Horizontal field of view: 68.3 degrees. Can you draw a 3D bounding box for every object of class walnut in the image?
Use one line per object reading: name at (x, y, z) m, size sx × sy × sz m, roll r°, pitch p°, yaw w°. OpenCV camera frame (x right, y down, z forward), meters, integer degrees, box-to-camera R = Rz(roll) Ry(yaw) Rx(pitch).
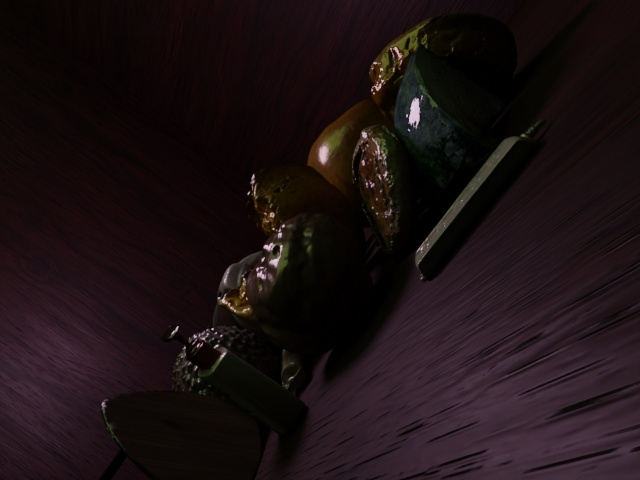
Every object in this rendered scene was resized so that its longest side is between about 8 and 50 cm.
walnut at (-0.019, 0.082, 0.911) m, size 0.226 × 0.273 × 0.273 m, roll -22°, pitch 11°, yaw 17°

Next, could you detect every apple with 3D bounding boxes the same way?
apple at (0.141, -0.238, 1.414) m, size 0.400 × 0.333 × 0.400 m, roll -56°, pitch 0°, yaw 0°

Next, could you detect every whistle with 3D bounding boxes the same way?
whistle at (-0.062, 0.290, 1.106) m, size 0.068 × 0.057 × 0.326 m, roll -56°, pitch 1°, yaw -3°

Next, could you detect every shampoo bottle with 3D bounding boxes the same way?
shampoo bottle at (-0.162, 0.239, 0.842) m, size 0.071 × 0.284 × 0.153 m, roll -52°, pitch 1°, yaw -24°

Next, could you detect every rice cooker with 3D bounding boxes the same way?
rice cooker at (-0.174, 0.214, 1.539) m, size 0.335 × 0.335 × 0.325 m, roll -55°, pitch -2°, yaw -43°

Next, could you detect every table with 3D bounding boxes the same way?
table at (-0.275, 0.474, 0.870) m, size 0.317 × 0.317 × 0.249 m, roll -56°, pitch -12°, yaw -82°

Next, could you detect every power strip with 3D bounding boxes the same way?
power strip at (0.199, -0.052, 0.608) m, size 0.253 × 0.027 × 0.060 m, roll -55°, pitch 0°, yaw 16°

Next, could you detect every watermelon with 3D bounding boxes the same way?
watermelon at (0.248, -0.181, 0.872) m, size 0.320 × 0.213 × 0.290 m, roll -115°, pitch 13°, yaw -47°

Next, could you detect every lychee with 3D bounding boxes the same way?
lychee at (-0.237, 0.355, 1.179) m, size 0.300 × 0.300 × 0.300 m, roll -55°, pitch 0°, yaw 0°

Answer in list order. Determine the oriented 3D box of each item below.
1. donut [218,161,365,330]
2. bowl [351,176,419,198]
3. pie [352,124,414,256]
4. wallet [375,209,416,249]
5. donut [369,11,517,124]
donut at (-0.036, 0.037, 1.173) m, size 0.377 × 0.163 × 0.436 m, roll -9°, pitch -60°, yaw -41°
bowl at (0.191, -0.149, 1.116) m, size 0.211 × 0.112 × 0.211 m, roll -27°, pitch 4°, yaw 2°
pie at (0.118, -0.100, 0.924) m, size 0.055 × 0.275 × 0.274 m, roll -12°, pitch -8°, yaw -9°
wallet at (0.185, -0.048, 1.173) m, size 0.124 × 0.042 × 0.230 m, roll -49°, pitch 4°, yaw 14°
donut at (0.260, -0.341, 1.035) m, size 0.330 × 0.329 × 0.160 m, roll 126°, pitch 153°, yaw -74°
